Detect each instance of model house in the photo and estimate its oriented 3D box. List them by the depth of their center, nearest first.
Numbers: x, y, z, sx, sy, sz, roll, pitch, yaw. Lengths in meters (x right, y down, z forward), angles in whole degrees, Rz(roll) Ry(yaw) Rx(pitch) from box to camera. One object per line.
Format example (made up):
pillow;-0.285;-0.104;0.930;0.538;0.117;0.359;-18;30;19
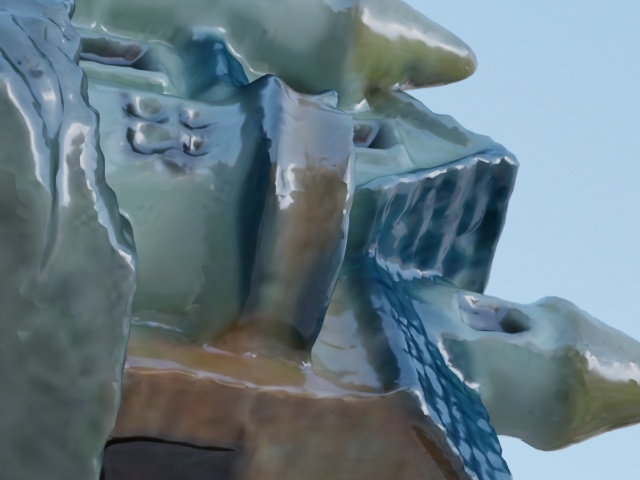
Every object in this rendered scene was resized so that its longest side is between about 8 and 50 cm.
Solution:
model house;0.000;0.000;0.746;0.325;0.267;0.194;10;-63;-14
